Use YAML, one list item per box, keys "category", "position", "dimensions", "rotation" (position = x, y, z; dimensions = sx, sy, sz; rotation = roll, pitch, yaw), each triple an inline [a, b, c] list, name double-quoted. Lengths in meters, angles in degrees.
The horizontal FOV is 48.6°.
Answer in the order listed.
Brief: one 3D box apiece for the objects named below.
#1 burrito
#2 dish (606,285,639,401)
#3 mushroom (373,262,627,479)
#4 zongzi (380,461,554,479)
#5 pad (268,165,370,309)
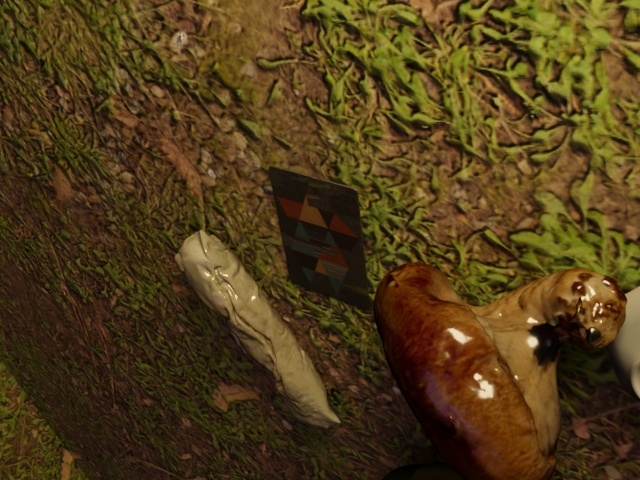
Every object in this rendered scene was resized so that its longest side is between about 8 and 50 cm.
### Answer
- category: "burrito"
  position: [-0.102, 0.150, 1.137]
  dimensions: [0.117, 0.076, 0.392]
  rotation: [-16, 114, 50]
- category: "dish"
  position: [0.364, 0.129, 0.706]
  dimensions: [0.190, 0.066, 0.191]
  rotation: [24, 138, 23]
- category: "mushroom"
  position: [0.191, 0.147, 0.786]
  dimensions: [0.254, 0.267, 0.267]
  rotation: [-4, 129, 7]
- category: "zongzi"
  position: [0.243, 0.475, 1.039]
  dimensions: [0.289, 0.154, 0.318]
  rotation: [-26, 91, 54]
- category: "pad"
  position: [0.000, 0.000, 0.963]
  dimensions: [0.142, 0.003, 0.211]
  rotation: [17, 135, 30]
